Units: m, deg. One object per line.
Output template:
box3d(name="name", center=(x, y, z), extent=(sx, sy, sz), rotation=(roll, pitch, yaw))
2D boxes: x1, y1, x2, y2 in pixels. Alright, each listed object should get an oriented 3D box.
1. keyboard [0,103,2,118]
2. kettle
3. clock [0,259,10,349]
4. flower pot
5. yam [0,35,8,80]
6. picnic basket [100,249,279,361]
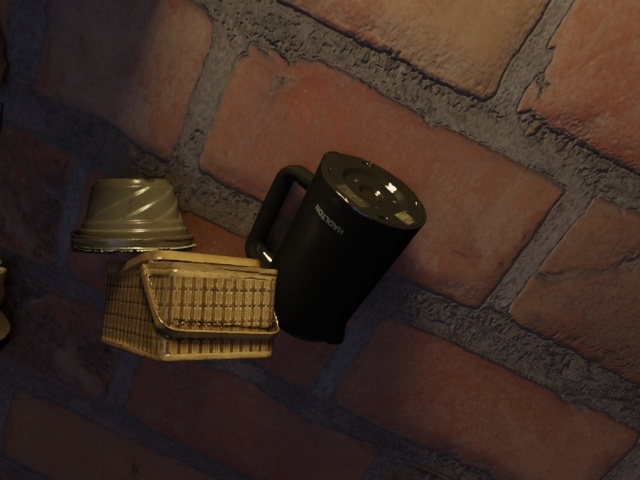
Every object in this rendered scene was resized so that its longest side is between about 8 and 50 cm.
box3d(name="keyboard", center=(-0.738, -0.281, 1.163), extent=(0.203, 0.011, 0.067), rotation=(21, 117, 0))
box3d(name="kettle", center=(0.000, 0.008, 1.049), extent=(0.262, 0.203, 0.308), rotation=(28, 121, -5))
box3d(name="clock", center=(-0.852, 0.091, 1.304), extent=(0.379, 0.120, 0.276), rotation=(40, 127, -12))
box3d(name="flower pot", center=(-0.357, -0.049, 1.104), extent=(0.236, 0.235, 0.140), rotation=(0, 93, 12))
box3d(name="yam", center=(-0.723, -0.353, 1.064), extent=(0.239, 0.129, 0.128), rotation=(13, 153, 6))
box3d(name="picnic basket", center=(-0.240, 0.113, 1.054), extent=(0.313, 0.228, 0.175), rotation=(-3, 82, 52))
